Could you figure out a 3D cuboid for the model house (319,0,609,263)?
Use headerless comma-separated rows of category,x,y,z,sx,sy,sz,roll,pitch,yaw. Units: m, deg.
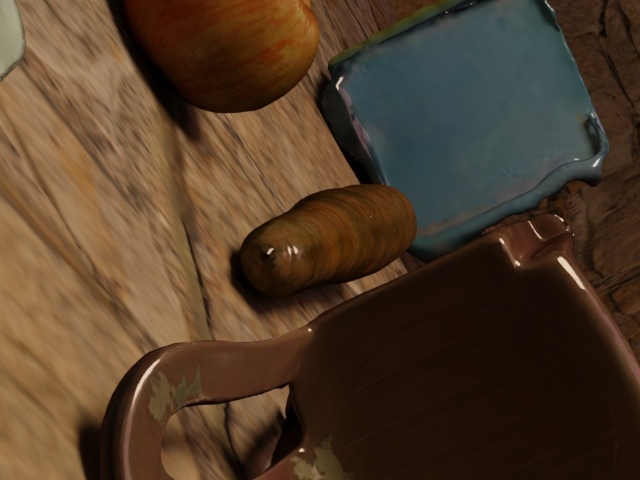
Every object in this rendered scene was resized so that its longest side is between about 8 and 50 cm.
model house,0.139,-0.146,1.721,0.216,0.237,0.303,62,7,-14

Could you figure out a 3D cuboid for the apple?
apple,-0.059,-0.139,0.994,0.126,0.102,0.126,60,8,-15

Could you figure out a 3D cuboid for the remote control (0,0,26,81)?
remote control,-0.143,-0.072,0.494,0.104,0.052,0.247,59,10,-13

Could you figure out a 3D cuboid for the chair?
chair,0.051,0.091,0.712,0.176,0.183,0.326,63,8,5

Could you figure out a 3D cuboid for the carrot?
carrot,0.001,0.000,1.072,0.070,0.070,0.342,63,15,2
